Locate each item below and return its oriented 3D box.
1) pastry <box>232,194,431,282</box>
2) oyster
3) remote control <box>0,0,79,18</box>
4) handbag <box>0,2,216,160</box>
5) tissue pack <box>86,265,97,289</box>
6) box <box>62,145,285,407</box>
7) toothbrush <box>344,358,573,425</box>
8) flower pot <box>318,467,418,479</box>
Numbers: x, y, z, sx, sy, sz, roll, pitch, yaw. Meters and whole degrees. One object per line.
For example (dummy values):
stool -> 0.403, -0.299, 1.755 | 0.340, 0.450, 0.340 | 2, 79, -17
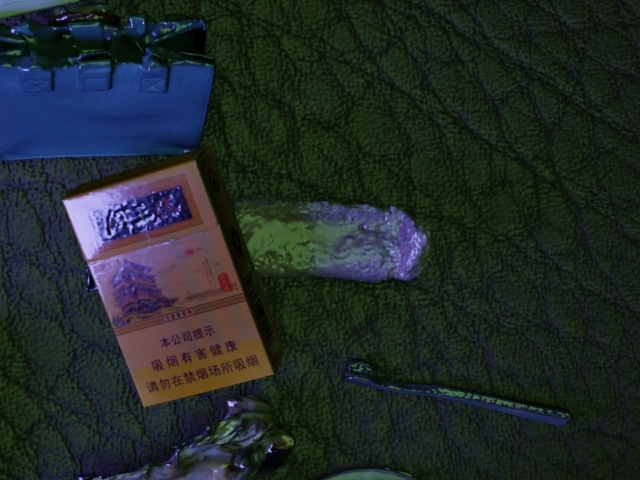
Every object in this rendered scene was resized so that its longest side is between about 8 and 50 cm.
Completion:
pastry -> 0.004, -0.002, 1.740 | 0.265, 0.112, 0.102 | 6, 101, 6
oyster -> -0.183, 0.311, 1.708 | 0.198, 0.133, 0.337 | 44, 84, -2
remote control -> -0.340, -0.342, 1.627 | 0.103, 0.277, 0.055 | -14, 128, -6
handbag -> -0.257, -0.183, 1.632 | 0.269, 0.274, 0.100 | -3, 72, -6
tissue pack -> -0.217, 0.026, 1.755 | 0.138, 0.028, 0.085 | 3, 90, -9
box -> -0.170, 0.044, 1.685 | 0.174, 0.076, 0.274 | -16, 104, 14
toothbrush -> 0.176, 0.193, 1.795 | 0.297, 0.030, 0.030 | 13, 79, -5
flower pot -> 0.070, 0.423, 1.671 | 0.290, 0.259, 0.290 | 0, 90, -7
